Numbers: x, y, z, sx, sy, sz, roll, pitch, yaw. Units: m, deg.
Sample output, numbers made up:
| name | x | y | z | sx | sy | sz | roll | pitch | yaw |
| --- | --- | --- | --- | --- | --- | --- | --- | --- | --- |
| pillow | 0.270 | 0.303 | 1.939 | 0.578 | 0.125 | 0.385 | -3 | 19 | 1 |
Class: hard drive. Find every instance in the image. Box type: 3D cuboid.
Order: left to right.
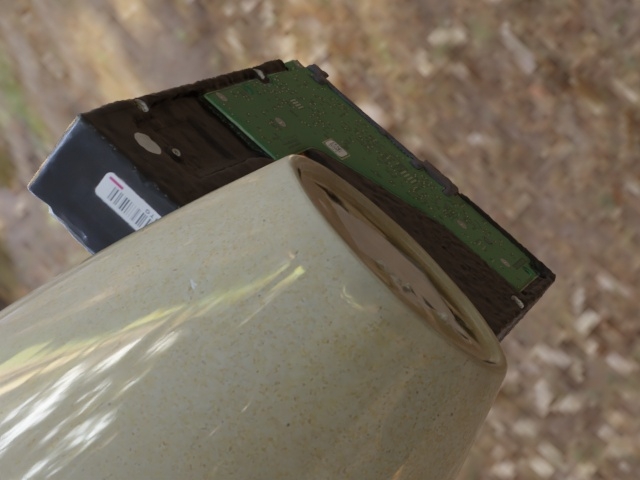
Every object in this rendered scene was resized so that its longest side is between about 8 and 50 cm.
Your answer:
| name | x | y | z | sx | sy | sz | roll | pitch | yaw |
| --- | --- | --- | --- | --- | --- | --- | --- | --- | --- |
| hard drive | 0.000 | 0.000 | 1.067 | 0.237 | 0.064 | 0.339 | 42 | -158 | 7 |

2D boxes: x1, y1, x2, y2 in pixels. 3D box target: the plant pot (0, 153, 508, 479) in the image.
| name | x | y | z | sx | sy | sz | roll | pitch | yaw |
| --- | --- | --- | --- | --- | --- | --- | --- | --- | --- |
| plant pot | -0.061 | 0.103 | 0.767 | 0.256 | 0.274 | 0.256 | 42 | -169 | -10 |
